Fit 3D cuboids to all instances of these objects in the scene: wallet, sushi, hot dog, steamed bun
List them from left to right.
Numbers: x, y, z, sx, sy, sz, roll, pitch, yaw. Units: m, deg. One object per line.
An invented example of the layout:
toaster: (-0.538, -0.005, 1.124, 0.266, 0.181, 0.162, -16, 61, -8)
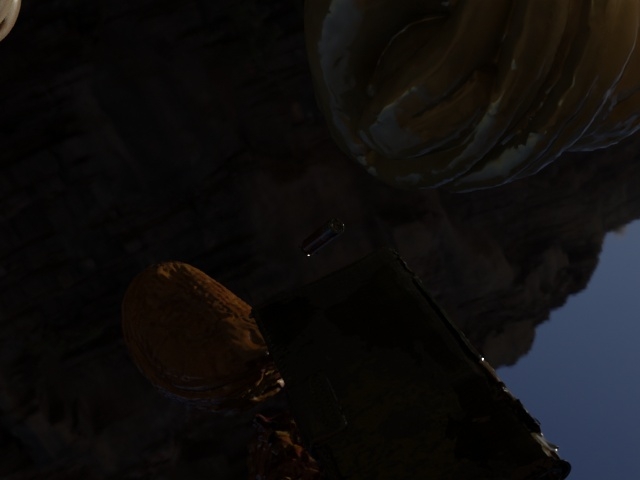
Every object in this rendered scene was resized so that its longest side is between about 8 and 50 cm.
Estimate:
hot dog: (-0.163, 0.134, 1.124, 0.272, 0.122, 0.196, 29, -145, 32)
sushi: (-0.003, 0.370, 1.064, 0.182, 0.196, 0.343, 10, -162, -16)
wallet: (0.056, 0.124, 0.692, 0.169, 0.044, 0.317, -28, -143, -5)
steamed bun: (0.134, -0.210, 0.608, 0.372, 0.324, 0.230, -18, 175, 20)

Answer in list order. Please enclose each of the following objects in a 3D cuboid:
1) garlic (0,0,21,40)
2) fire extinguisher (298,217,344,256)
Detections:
garlic: (-0.448, -0.322, 0.963, 0.160, 0.191, 0.214, -7, 177, -18)
fire extinguisher: (0.000, 0.000, 0.974, 0.083, 0.028, 0.022, -38, -145, 50)
